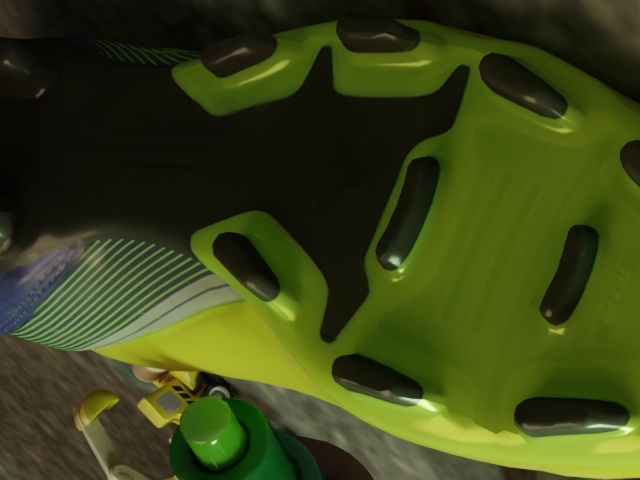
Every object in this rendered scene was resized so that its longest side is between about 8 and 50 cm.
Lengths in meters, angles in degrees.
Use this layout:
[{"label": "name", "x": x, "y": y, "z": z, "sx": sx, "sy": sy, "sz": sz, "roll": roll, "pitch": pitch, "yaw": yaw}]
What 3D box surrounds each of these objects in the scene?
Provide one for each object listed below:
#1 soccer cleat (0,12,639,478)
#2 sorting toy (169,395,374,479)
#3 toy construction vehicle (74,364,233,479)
[{"label": "soccer cleat", "x": 0.000, "y": -0.001, "z": 0.505, "sx": 0.289, "sy": 0.093, "sz": 0.121, "roll": 11, "pitch": 171, "yaw": 39}, {"label": "sorting toy", "x": 0.099, "y": 0.122, "z": 0.465, "sx": 0.365, "sy": 0.127, "sz": 0.126, "roll": 25, "pitch": 158, "yaw": 30}, {"label": "toy construction vehicle", "x": -0.040, "y": 0.082, "z": 0.710, "sx": 0.098, "sy": 0.035, "sz": 0.086, "roll": 44, "pitch": 153, "yaw": -5}]
